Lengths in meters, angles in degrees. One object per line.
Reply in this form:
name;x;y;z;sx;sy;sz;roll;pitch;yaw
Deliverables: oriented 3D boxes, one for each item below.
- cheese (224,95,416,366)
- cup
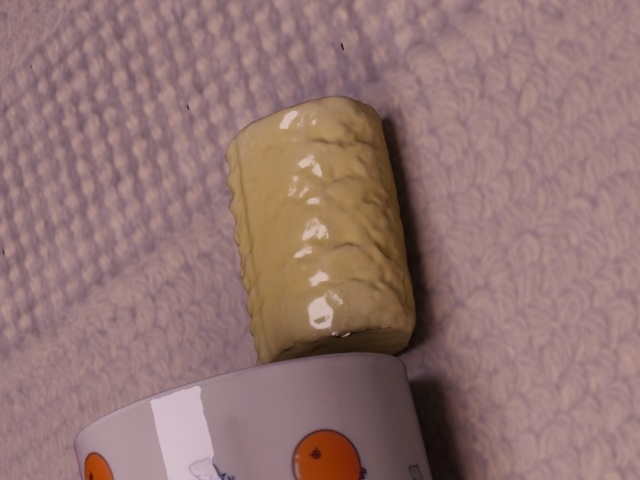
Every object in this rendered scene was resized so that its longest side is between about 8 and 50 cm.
cheese;0.000;0.000;1.068;0.123;0.093;0.167;-33;60;47
cup;-0.015;0.249;0.976;0.212;0.212;0.317;-27;69;39
